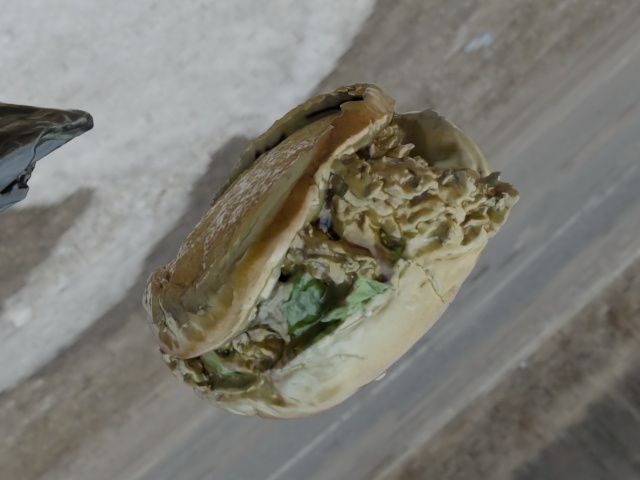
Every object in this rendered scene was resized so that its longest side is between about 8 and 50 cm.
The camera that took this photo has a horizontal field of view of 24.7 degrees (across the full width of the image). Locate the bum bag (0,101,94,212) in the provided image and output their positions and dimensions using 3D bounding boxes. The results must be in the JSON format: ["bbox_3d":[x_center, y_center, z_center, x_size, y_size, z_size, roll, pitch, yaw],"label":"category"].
[{"bbox_3d":[-0.223,-0.049,0.808,0.102,0.248,0.069,-42,123,-36],"label":"bum bag"}]

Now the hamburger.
[{"bbox_3d":[0.000,0.000,0.976,0.286,0.146,0.243,-37,-157,38],"label":"hamburger"}]
